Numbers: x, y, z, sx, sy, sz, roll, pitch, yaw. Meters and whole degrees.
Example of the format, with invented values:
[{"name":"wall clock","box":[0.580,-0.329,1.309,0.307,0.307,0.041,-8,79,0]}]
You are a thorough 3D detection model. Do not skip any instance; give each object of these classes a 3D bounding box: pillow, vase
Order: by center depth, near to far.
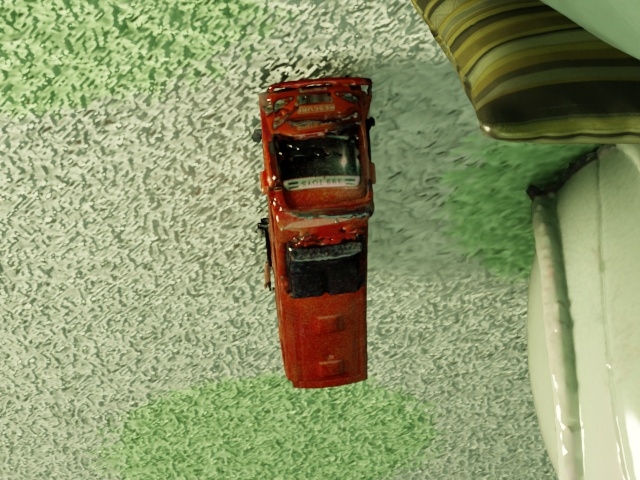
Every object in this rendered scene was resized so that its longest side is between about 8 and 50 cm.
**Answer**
[{"name":"pillow","box":[0.153,-0.090,0.774,0.208,0.212,0.052,0,116,-7]},{"name":"vase","box":[0.248,0.164,0.970,0.250,0.445,0.250,-4,152,-2]}]

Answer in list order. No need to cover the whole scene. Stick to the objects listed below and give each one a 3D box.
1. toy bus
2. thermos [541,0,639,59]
[{"name":"toy bus","box":[0.000,0.000,0.993,0.073,0.096,0.235,-7,152,-3]},{"name":"thermos","box":[0.139,-0.135,0.644,0.286,0.145,0.182,33,176,16]}]
